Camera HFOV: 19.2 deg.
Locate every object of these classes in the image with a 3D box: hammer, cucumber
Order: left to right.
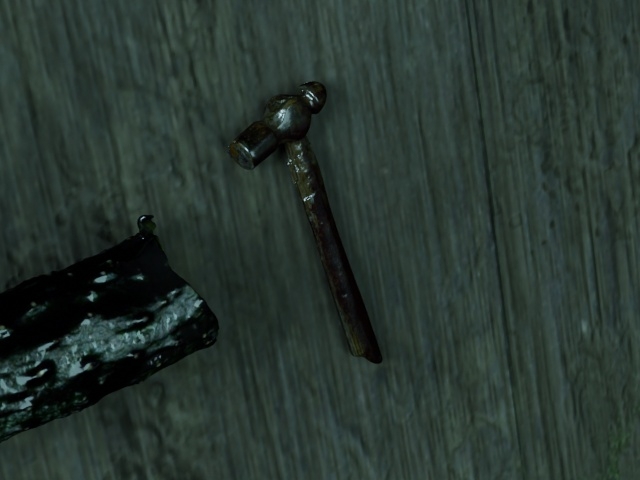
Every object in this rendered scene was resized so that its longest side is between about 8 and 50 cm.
[{"bbox_3d":[-0.179,0.066,0.851,0.303,0.072,0.081,-22,71,-37],"label":"cucumber"},{"bbox_3d":[0.000,0.000,1.036,0.065,0.021,0.178,-38,126,-29],"label":"hammer"}]
